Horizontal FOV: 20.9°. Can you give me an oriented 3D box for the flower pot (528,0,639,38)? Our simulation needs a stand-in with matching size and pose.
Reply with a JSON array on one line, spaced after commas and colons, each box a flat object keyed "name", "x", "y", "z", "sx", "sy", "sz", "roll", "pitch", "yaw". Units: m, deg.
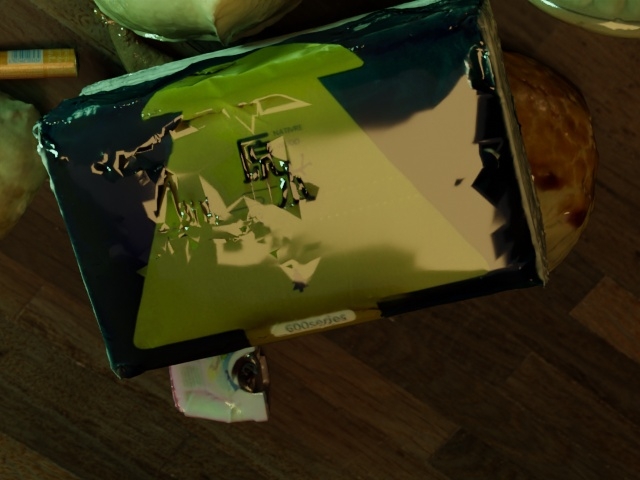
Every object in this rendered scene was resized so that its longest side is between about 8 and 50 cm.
[{"name": "flower pot", "x": 0.287, "y": -0.340, "z": 1.605, "sx": 0.307, "sy": 0.307, "sz": 0.244, "roll": -2, "pitch": 131, "yaw": -6}]

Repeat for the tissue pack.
[{"name": "tissue pack", "x": -0.020, "y": -0.057, "z": 1.594, "sx": 0.416, "sy": 0.253, "sz": 0.264, "roll": -12, "pitch": 105, "yaw": 9}]

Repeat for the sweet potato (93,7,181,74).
[{"name": "sweet potato", "x": -0.147, "y": -0.155, "z": 1.761, "sx": 0.068, "sy": 0.068, "sz": 0.226, "roll": -43, "pitch": 114, "yaw": 14}]

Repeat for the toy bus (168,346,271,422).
[{"name": "toy bus", "x": -0.117, "y": 0.069, "z": 1.867, "sx": 0.112, "sy": 0.090, "sz": 0.274, "roll": -7, "pitch": 118, "yaw": 3}]

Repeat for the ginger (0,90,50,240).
[{"name": "ginger", "x": -0.427, "y": -0.104, "z": 1.697, "sx": 0.244, "sy": 0.155, "sz": 0.304, "roll": -42, "pitch": 114, "yaw": 8}]

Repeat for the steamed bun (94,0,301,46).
[{"name": "steamed bun", "x": -0.111, "y": -0.236, "z": 1.635, "sx": 0.231, "sy": 0.212, "sz": 0.110, "roll": -7, "pitch": 96, "yaw": -1}]

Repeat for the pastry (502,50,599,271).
[{"name": "pastry", "x": 0.186, "y": -0.057, "z": 1.797, "sx": 0.256, "sy": 0.170, "sz": 0.237, "roll": 30, "pitch": 112, "yaw": -25}]

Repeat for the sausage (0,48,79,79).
[{"name": "sausage", "x": -0.298, "y": -0.178, "z": 1.747, "sx": 0.107, "sy": 0.031, "sz": 0.031, "roll": -2, "pitch": 117, "yaw": -5}]
